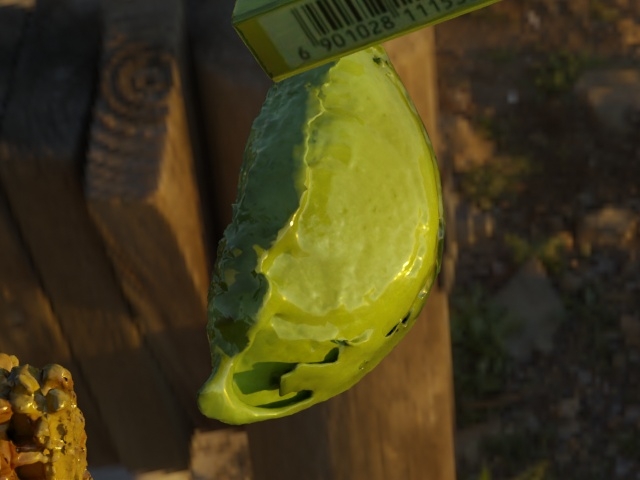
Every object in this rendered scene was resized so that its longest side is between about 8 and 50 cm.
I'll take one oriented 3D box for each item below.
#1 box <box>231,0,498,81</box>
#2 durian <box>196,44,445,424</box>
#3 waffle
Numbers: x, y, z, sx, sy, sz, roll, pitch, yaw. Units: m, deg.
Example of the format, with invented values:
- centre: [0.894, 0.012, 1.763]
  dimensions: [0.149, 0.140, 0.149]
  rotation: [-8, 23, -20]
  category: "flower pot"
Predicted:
- centre: [0.124, -0.191, 0.797]
  dimensions: [0.335, 0.047, 0.187]
  rotation: [-17, 39, 23]
  category: "box"
- centre: [0.000, 0.000, 1.047]
  dimensions: [0.101, 0.139, 0.250]
  rotation: [-16, 56, 58]
  category: "durian"
- centre: [-0.154, 0.157, 0.914]
  dimensions: [0.070, 0.193, 0.197]
  rotation: [0, 9, -4]
  category: "waffle"
